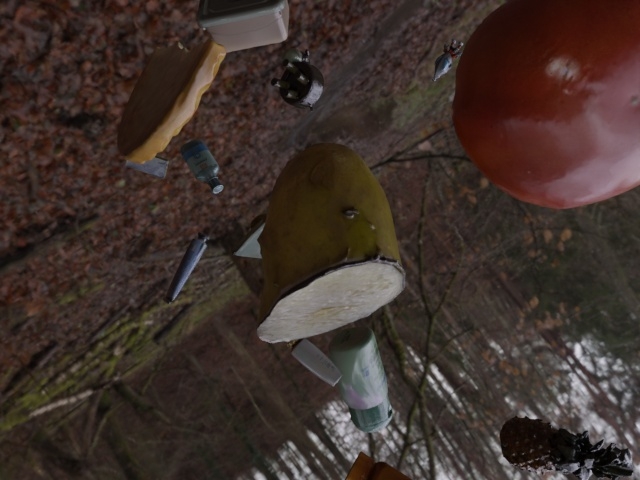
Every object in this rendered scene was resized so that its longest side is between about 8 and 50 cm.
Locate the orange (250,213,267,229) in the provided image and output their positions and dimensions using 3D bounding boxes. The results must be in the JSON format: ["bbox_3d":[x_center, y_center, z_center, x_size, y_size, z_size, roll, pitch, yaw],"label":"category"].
[{"bbox_3d":[-0.185,-0.048,1.716,0.095,0.085,0.085,0,158,-36],"label":"orange"}]

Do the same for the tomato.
[{"bbox_3d":[0.273,-0.153,0.568,0.259,0.260,0.180,-36,-164,-2],"label":"tomato"}]

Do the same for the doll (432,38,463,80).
[{"bbox_3d":[0.324,-0.464,1.354,0.114,0.057,0.039,-57,170,15],"label":"doll"}]

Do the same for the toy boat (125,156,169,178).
[{"bbox_3d":[-0.498,-0.222,1.502,0.016,0.114,0.063,-88,-160,-57],"label":"toy boat"}]

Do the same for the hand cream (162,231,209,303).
[{"bbox_3d":[-0.451,0.091,1.735,0.088,0.055,0.256,10,-111,58],"label":"hand cream"}]

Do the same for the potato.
[{"bbox_3d":[0.000,0.000,1.060,0.289,0.296,0.397,-5,154,-21],"label":"potato"}]

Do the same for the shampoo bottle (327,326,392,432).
[{"bbox_3d":[0.142,0.479,1.757,0.151,0.350,0.222,-9,-165,24],"label":"shampoo bottle"}]

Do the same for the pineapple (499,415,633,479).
[{"bbox_3d":[0.640,0.558,1.374,0.309,0.170,0.141,-5,-160,43],"label":"pineapple"}]

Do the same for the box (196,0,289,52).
[{"bbox_3d":[-0.099,-0.311,0.713,0.121,0.089,0.062,-7,150,11],"label":"box"}]

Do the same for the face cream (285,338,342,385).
[{"bbox_3d":[-0.020,0.336,1.479,0.072,0.182,0.051,-39,165,-52],"label":"face cream"}]

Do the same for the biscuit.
[{"bbox_3d":[-0.241,-0.210,0.793,0.309,0.040,0.205,28,-91,56],"label":"biscuit"}]

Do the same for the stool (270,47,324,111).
[{"bbox_3d":[-0.068,-0.473,1.498,0.125,0.217,0.121,-22,161,34],"label":"stool"}]

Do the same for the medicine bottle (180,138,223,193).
[{"bbox_3d":[-0.398,-0.252,1.786,0.090,0.209,0.054,-30,160,-13],"label":"medicine bottle"}]

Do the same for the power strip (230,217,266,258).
[{"bbox_3d":[-0.136,-0.019,1.536,0.198,0.065,0.213,12,144,-39],"label":"power strip"}]

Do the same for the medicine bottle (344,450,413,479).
[{"bbox_3d":[0.186,0.709,1.493,0.112,0.222,0.149,-55,165,-25],"label":"medicine bottle"}]
